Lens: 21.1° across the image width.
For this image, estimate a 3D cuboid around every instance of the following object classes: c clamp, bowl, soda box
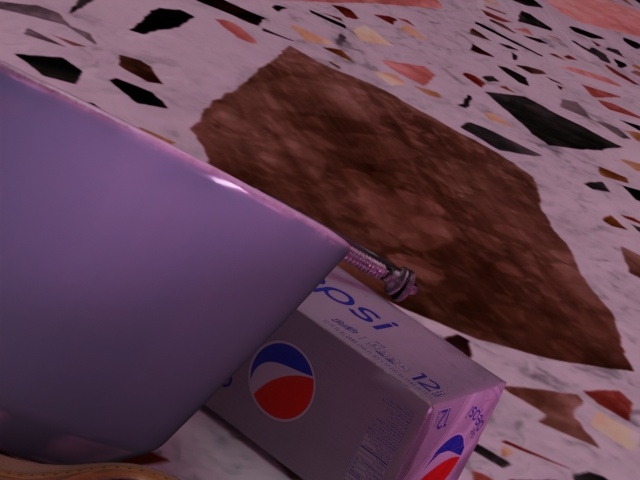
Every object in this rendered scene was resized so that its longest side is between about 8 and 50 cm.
[{"bbox_3d":[0.000,0.000,1.063,0.160,0.022,0.137,28,0,-22],"label":"c clamp"},{"bbox_3d":[-0.157,0.007,0.868,0.311,0.163,0.311,25,-1,1],"label":"bowl"},{"bbox_3d":[-0.034,0.055,1.057,0.286,0.091,0.098,34,21,26],"label":"soda box"}]

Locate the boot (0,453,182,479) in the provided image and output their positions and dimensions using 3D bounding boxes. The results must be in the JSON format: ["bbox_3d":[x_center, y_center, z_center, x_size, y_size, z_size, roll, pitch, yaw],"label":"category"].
[{"bbox_3d":[-0.134,0.176,0.711,0.248,0.090,0.207,23,34,-13],"label":"boot"}]
